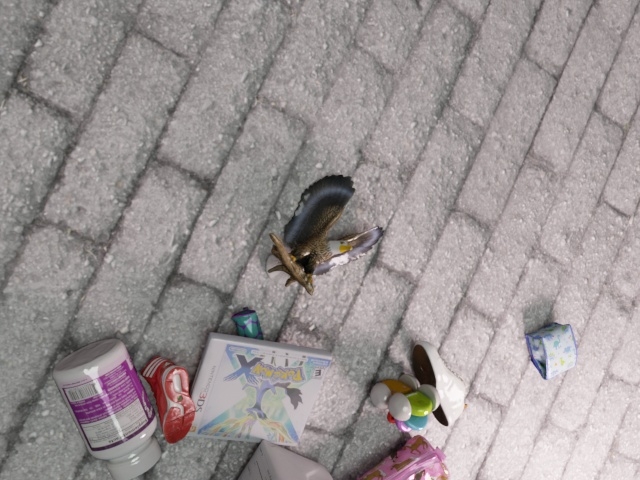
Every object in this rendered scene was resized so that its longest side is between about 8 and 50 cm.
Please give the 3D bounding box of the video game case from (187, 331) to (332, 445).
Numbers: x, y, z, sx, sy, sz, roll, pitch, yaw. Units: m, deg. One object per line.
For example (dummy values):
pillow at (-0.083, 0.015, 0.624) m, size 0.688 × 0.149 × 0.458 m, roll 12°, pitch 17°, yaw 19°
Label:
video game case at (-0.167, 0.394, 1.495) m, size 0.329 × 0.036 × 0.300 m, roll 13°, pitch 109°, yaw -21°

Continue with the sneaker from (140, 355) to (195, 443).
sneaker at (-0.380, 0.383, 1.431) m, size 0.087 × 0.128 × 0.221 m, roll -11°, pitch 116°, yaw -42°

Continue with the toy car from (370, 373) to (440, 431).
toy car at (0.236, 0.467, 1.625) m, size 0.159 × 0.182 × 0.136 m, roll -7°, pitch 103°, yaw -34°

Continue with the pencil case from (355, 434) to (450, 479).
pencil case at (0.178, 0.705, 1.633) m, size 0.386 × 0.167 × 0.160 m, roll -27°, pitch 107°, yaw -18°

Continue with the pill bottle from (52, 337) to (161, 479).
pill bottle at (-0.486, 0.397, 1.352) m, size 0.169 × 0.169 × 0.302 m, roll -23°, pitch 104°, yaw -17°

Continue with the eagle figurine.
eagle figurine at (0.010, 0.003, 1.507) m, size 0.298 × 0.225 × 0.226 m, roll -50°, pitch 157°, yaw -39°

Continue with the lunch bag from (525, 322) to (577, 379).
lunch bag at (0.742, 0.353, 1.840) m, size 0.128 × 0.096 × 0.151 m, roll -19°, pitch 93°, yaw -18°

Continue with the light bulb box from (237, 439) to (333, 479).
light bulb box at (-0.114, 0.763, 1.418) m, size 0.225 × 0.358 × 0.361 m, roll 31°, pitch 92°, yaw -20°

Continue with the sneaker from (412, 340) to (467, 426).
sneaker at (0.360, 0.401, 1.711) m, size 0.123 × 0.106 × 0.290 m, roll -31°, pitch 113°, yaw -24°

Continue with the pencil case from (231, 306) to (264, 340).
pencil case at (-0.185, 0.254, 1.503) m, size 0.070 × 0.064 × 0.152 m, roll -8°, pitch 102°, yaw 19°
